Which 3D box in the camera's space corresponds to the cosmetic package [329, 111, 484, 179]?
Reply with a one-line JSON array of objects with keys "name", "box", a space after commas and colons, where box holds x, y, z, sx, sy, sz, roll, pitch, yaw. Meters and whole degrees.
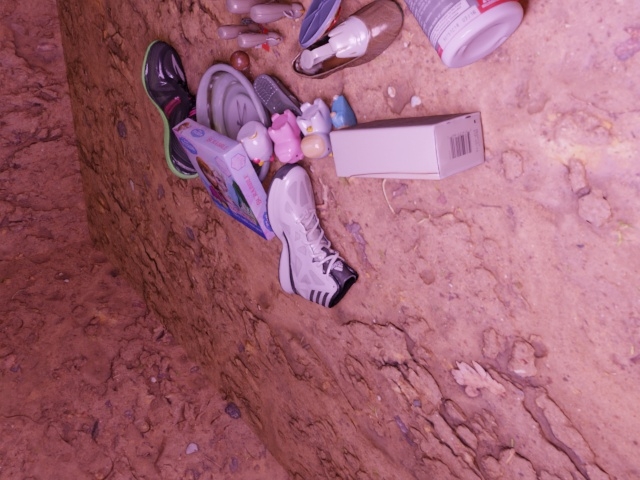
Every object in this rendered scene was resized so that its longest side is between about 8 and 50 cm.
[{"name": "cosmetic package", "box": [0.183, -0.207, 1.257, 0.309, 0.160, 0.113, 9, 115, 52]}]

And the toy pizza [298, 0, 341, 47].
[{"name": "toy pizza", "box": [0.012, -0.542, 1.343, 0.201, 0.032, 0.201, -45, 33, 39]}]

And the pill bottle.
[{"name": "pill bottle", "box": [0.230, -0.479, 1.054, 0.283, 0.161, 0.161, 61, 144, 10]}]

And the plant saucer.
[{"name": "plant saucer", "box": [-0.250, -0.353, 1.796, 0.400, 0.100, 0.401, 29, 129, 43]}]

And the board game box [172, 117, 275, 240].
[{"name": "board game box", "box": [-0.276, -0.183, 1.696, 0.318, 0.066, 0.318, 30, 153, 45]}]

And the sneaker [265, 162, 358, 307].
[{"name": "sneaker", "box": [0.001, 0.000, 1.632, 0.257, 0.169, 0.448, 22, 132, 35]}]

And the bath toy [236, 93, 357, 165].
[{"name": "bath toy", "box": [-0.065, -0.265, 1.507, 0.348, 0.151, 0.129, -6, 145, 33]}]

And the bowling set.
[{"name": "bowling set", "box": [-0.186, -0.574, 1.555, 0.287, 0.154, 0.200, 40, 136, 34]}]

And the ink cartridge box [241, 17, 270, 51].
[{"name": "ink cartridge box", "box": [-0.188, -0.593, 1.655, 0.115, 0.029, 0.063, 42, 136, 33]}]

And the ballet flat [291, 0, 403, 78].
[{"name": "ballet flat", "box": [0.042, -0.456, 1.343, 0.342, 0.124, 0.116, -4, 108, 53]}]

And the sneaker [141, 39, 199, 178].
[{"name": "sneaker", "box": [-0.473, -0.462, 2.007, 0.202, 0.185, 0.483, -5, 107, 35]}]

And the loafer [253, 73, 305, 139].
[{"name": "loafer", "box": [-0.081, -0.363, 1.595, 0.094, 0.087, 0.251, -32, 95, 37]}]
